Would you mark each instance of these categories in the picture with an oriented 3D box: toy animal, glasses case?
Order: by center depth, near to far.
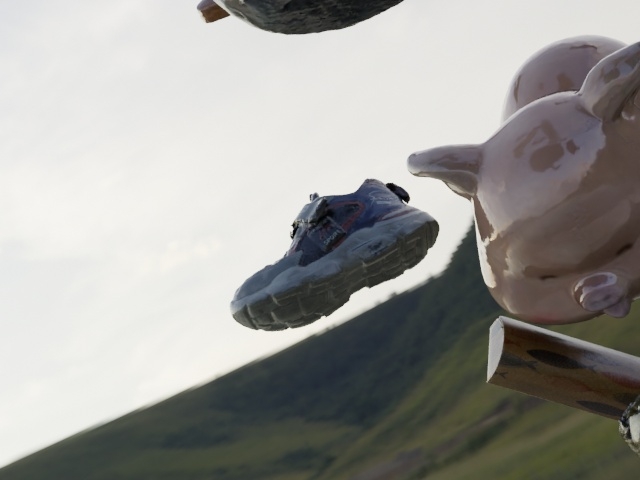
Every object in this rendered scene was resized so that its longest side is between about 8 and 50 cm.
[{"bbox_3d":[0.243,-0.069,1.107,0.237,0.326,0.269,-25,-43,28],"label":"toy animal"},{"bbox_3d":[0.240,0.120,1.109,0.169,0.065,0.041,17,-42,-7],"label":"glasses case"}]

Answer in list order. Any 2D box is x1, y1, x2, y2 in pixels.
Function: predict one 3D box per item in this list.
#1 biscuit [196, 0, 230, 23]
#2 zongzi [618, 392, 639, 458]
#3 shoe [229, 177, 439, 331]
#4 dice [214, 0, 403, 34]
[{"bbox_3d":[-0.078,-0.372,1.560,0.205,0.049,0.324,-23,23,14],"label":"biscuit"},{"bbox_3d":[0.390,0.090,0.956,0.260,0.123,0.289,-36,-7,-17],"label":"zongzi"},{"bbox_3d":[0.000,0.000,1.217,0.227,0.126,0.099,-25,-23,-3],"label":"shoe"},{"bbox_3d":[0.001,-0.261,0.819,0.183,0.182,0.181,-16,-18,-39],"label":"dice"}]
